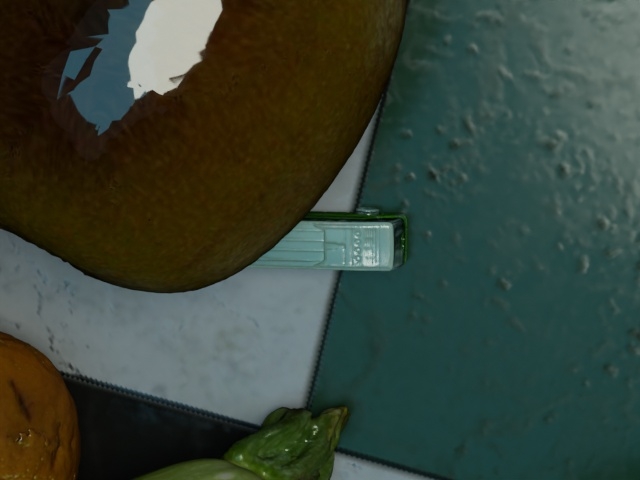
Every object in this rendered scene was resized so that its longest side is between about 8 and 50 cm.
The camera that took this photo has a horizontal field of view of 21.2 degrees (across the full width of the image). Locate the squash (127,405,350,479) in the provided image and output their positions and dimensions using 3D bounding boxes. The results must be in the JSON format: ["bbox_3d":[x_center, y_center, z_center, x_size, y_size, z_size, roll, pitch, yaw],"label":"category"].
[{"bbox_3d":[-0.087,0.174,0.795,0.287,0.137,0.137,-22,94,-24],"label":"squash"}]

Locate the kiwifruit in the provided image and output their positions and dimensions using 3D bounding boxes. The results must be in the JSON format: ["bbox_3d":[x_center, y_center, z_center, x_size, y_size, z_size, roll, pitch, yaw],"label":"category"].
[{"bbox_3d":[-0.067,-0.095,0.766,0.196,0.196,0.234,29,98,5],"label":"kiwifruit"}]

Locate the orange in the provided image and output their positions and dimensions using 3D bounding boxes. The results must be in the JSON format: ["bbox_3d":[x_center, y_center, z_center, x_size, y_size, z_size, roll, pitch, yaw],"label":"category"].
[{"bbox_3d":[-0.184,0.102,0.844,0.136,0.117,0.135,-11,136,-10],"label":"orange"}]

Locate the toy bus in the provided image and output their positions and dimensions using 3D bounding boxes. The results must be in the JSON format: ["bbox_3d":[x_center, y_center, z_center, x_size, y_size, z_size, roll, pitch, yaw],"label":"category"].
[{"bbox_3d":[0.000,0.000,0.843,0.083,0.037,0.031,2,98,9],"label":"toy bus"}]
